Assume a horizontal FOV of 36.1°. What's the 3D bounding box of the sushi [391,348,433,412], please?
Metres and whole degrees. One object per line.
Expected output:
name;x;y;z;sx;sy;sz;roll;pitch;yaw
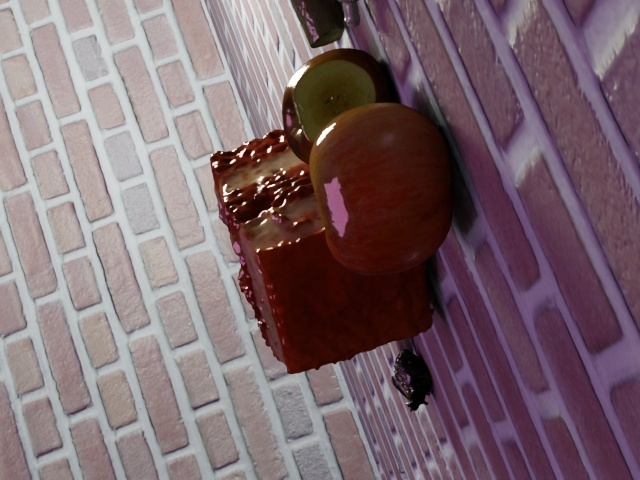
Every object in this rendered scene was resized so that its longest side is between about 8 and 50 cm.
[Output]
sushi;0.166;0.248;1.743;0.085;0.056;0.083;-115;16;-45

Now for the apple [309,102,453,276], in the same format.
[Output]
apple;0.076;-0.065;1.176;0.209;0.164;0.209;-13;-90;-87

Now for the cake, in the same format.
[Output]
cake;0.000;0.000;1.493;0.319;0.270;0.269;-121;14;-53

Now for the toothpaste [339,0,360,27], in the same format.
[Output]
toothpaste;0.024;-0.390;1.229;0.067;0.037;0.255;-112;11;-57

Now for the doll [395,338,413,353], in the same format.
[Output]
doll;0.096;0.115;1.829;0.217;0.085;0.183;27;139;55

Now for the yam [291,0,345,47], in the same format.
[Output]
yam;-0.015;-0.371;1.455;0.068;0.068;0.169;109;137;-79

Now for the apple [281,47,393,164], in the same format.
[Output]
apple;0.022;-0.174;1.339;0.163;0.147;0.146;104;146;-74
